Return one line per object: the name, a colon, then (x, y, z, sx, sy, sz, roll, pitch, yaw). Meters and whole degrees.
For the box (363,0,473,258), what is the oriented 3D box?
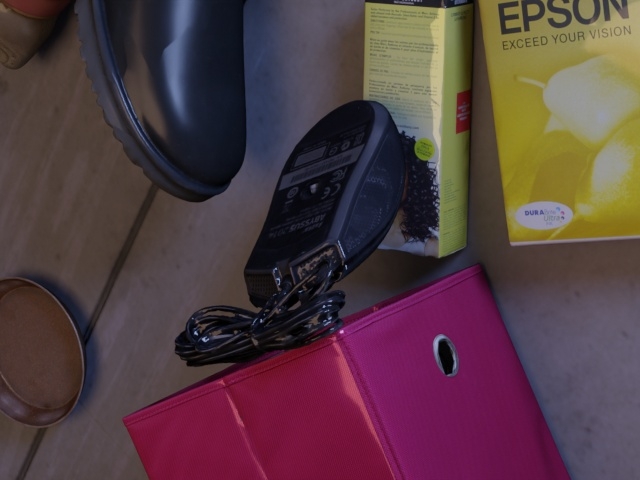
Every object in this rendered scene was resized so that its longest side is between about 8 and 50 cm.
box: (0.085, -0.106, 1.428, 0.087, 0.058, 0.232, 8, 105, 32)

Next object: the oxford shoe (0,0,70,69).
oxford shoe: (-0.401, -0.315, 1.663, 0.348, 0.123, 0.130, 47, 128, 17)

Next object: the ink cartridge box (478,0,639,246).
ink cartridge box: (0.275, -0.155, 1.285, 0.303, 0.072, 0.307, -4, 101, 34)

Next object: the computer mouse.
computer mouse: (0.000, 0.000, 1.354, 0.188, 0.272, 0.072, -16, 129, 45)

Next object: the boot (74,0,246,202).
boot: (-0.018, -0.279, 1.392, 0.445, 0.146, 0.367, -25, 80, 32)

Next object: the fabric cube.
fabric cube: (0.036, 0.201, 1.416, 0.259, 0.254, 0.258, -24, 87, 35)

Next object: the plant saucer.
plant saucer: (-0.312, 0.119, 1.764, 0.168, 0.029, 0.169, 8, 105, 32)
